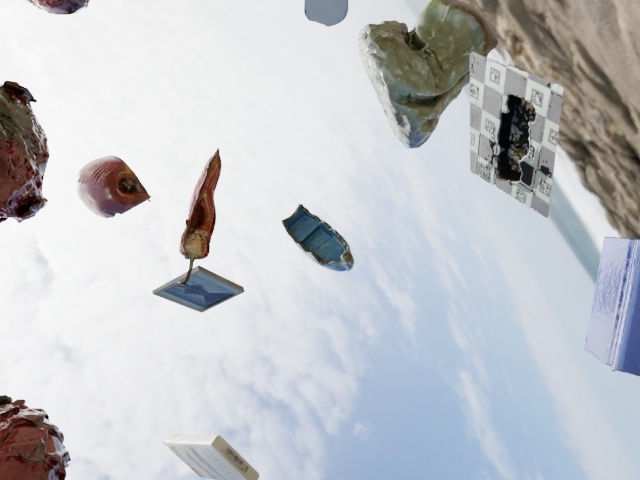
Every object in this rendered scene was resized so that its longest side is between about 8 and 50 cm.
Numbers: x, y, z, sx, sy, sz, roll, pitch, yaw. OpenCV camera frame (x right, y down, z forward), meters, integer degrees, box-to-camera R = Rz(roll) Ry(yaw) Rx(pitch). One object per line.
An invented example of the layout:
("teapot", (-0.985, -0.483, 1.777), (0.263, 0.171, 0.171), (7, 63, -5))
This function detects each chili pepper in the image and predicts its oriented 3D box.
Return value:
("chili pepper", (-0.213, -0.043, 0.988), (0.059, 0.050, 0.268), (22, -118, -33))

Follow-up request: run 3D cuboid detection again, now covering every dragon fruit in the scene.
("dragon fruit", (-0.619, 0.447, 1.094), (0.299, 0.244, 0.244), (43, -163, 12))

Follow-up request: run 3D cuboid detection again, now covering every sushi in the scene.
("sushi", (0.310, -0.171, 0.871), (0.192, 0.050, 0.215), (48, 155, 49))

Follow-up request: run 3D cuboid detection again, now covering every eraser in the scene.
("eraser", (0.204, 0.041, 0.372), (0.063, 0.027, 0.085), (-25, -56, -83))

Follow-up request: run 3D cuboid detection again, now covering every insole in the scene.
("insole", (0.007, -0.298, 0.587), (0.197, 0.065, 0.004), (84, -176, -66))

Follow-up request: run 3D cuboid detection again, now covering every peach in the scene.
("peach", (-0.630, -0.165, 1.644), (0.267, 0.158, 0.154), (24, 140, 52))

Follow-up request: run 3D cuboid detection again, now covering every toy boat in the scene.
("toy boat", (0.000, 0.000, 1.102), (0.185, 0.075, 0.077), (43, 168, 29))

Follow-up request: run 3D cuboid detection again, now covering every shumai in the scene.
("shumai", (0.240, -0.365, 1.200), (0.304, 0.263, 0.309), (53, -165, -48))

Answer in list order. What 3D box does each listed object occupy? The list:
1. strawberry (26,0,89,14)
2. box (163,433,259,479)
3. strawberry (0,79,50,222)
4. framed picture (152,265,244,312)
("strawberry", (-0.563, -0.599, 1.150), (0.250, 0.238, 0.289), (174, 78, -82))
("box", (-0.220, 0.432, 1.117), (0.122, 0.220, 0.032), (49, -129, -15))
("strawberry", (-0.567, -0.137, 0.896), (0.274, 0.220, 0.274), (58, -163, -28))
("framed picture", (-0.310, 0.130, 1.457), (0.203, 0.150, 0.015), (39, -151, -57))
